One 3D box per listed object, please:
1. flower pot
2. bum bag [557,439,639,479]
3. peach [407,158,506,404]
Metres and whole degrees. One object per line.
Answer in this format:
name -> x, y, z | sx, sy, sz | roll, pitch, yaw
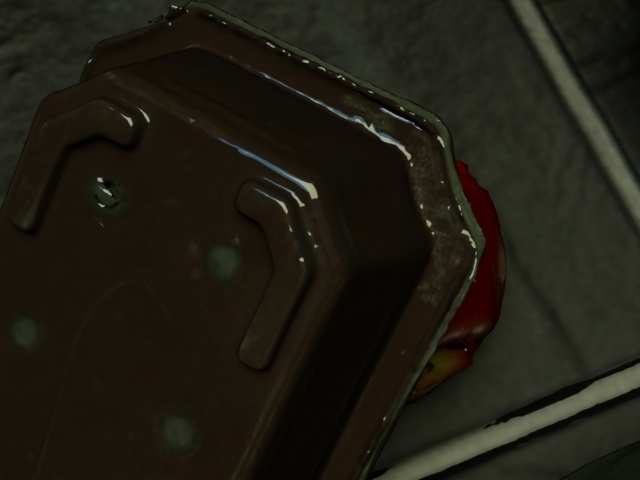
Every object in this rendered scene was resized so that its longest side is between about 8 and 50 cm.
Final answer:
flower pot -> -0.064, 0.045, 0.385 | 0.179, 0.084, 0.250 | 29, 106, 15
bum bag -> 0.122, 0.138, 0.402 | 0.327, 0.079, 0.142 | -17, 77, -11
peach -> 0.001, -0.003, 0.459 | 0.172, 0.092, 0.127 | 42, 79, 15
